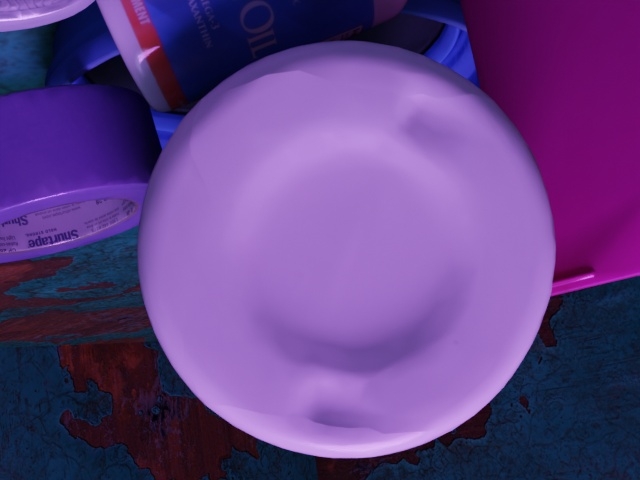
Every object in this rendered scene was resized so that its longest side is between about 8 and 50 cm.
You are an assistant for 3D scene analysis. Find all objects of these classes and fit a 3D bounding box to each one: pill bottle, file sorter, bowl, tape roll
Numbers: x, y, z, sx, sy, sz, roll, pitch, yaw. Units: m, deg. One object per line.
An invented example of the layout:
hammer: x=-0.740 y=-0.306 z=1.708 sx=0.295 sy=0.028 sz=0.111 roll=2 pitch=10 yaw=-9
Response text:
pill bottle: x=-0.022 y=-0.172 z=0.525 sx=0.221 sy=0.124 sz=0.124 roll=-24 pitch=168 yaw=-2
file sorter: x=0.234 y=-0.129 z=0.569 sx=0.202 sy=0.290 sz=0.182 roll=-20 pitch=167 yaw=41
bowl: x=-0.045 y=-0.146 z=0.783 sx=0.391 sy=0.077 sz=0.391 roll=-8 pitch=168 yaw=-2
pill bottle: x=0.000 y=0.000 z=0.642 sx=0.224 sy=0.224 sz=0.392 roll=-8 pitch=-177 yaw=-4
tape roll: x=-0.214 y=-0.046 z=0.683 sx=0.189 sy=0.080 sz=0.189 roll=-17 pitch=173 yaw=-2

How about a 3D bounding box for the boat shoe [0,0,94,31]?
boat shoe: x=-0.269 y=-0.171 z=0.440 sx=0.335 sy=0.121 sz=0.119 roll=9 pitch=178 yaw=-8
